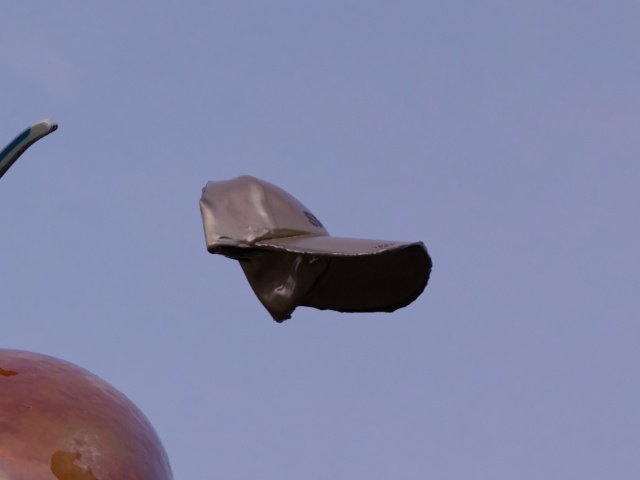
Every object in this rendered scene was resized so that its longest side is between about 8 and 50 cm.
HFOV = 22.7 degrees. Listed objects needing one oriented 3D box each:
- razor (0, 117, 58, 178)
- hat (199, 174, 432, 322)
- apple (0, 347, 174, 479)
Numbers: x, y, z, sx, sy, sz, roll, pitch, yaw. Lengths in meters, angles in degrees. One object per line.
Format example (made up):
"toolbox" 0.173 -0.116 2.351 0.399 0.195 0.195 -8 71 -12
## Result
"razor" -0.323 -0.054 1.577 0.037 0.068 0.191 43 -67 7
"hat" 0.000 0.000 1.235 0.175 0.085 0.147 -1 -26 15
"apple" -0.307 0.281 1.374 0.333 0.400 0.400 15 -34 -10
